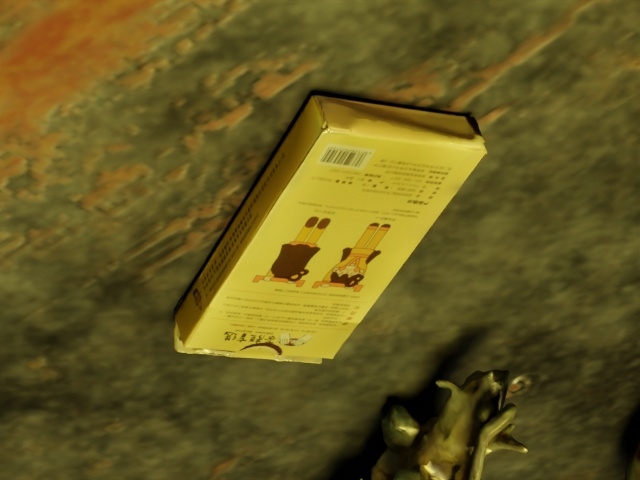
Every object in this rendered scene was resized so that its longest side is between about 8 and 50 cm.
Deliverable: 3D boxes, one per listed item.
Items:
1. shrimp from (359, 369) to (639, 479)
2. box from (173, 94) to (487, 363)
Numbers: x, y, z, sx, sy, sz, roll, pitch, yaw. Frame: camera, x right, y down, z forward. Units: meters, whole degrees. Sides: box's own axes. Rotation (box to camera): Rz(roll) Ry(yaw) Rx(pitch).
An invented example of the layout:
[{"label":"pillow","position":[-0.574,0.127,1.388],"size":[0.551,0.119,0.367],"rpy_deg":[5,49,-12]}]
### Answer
[{"label":"shrimp","position":[0.098,0.171,0.920],"size":[0.246,0.085,0.360],"rpy_deg":[-16,140,-9]},{"label":"box","position":[0.000,0.000,0.710],"size":[0.073,0.020,0.149],"rpy_deg":[6,139,-28]}]
